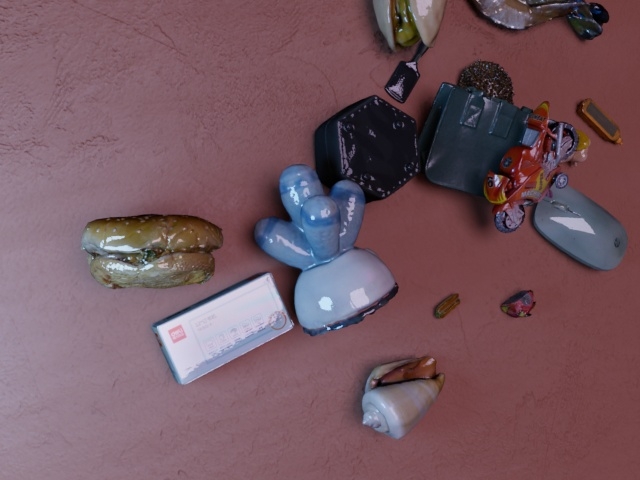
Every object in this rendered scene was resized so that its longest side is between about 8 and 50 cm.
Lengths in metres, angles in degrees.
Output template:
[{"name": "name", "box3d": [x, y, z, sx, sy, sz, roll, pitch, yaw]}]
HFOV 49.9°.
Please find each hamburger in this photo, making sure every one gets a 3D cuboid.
[{"name": "hamburger", "box3d": [-0.301, 0.018, 1.298, 0.285, 0.243, 0.147, 3, 84, -38]}]

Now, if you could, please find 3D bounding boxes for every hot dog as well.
[{"name": "hot dog", "box3d": [0.306, 0.158, 1.662, 0.083, 0.021, 0.037, -32, 120, -24]}]

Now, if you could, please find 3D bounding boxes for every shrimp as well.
[{"name": "shrimp", "box3d": [0.556, -0.631, 1.771, 0.445, 0.110, 0.221, 17, 86, -18]}]

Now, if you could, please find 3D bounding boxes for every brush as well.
[{"name": "brush", "box3d": [0.222, -0.421, 1.659, 0.062, 0.016, 0.194, 35, 75, -18]}]

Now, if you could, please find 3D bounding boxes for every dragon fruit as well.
[{"name": "dragon fruit", "box3d": [0.505, 0.165, 1.726, 0.083, 0.056, 0.060, -28, 97, -23]}]

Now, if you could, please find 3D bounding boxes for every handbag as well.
[{"name": "handbag", "box3d": [0.399, -0.226, 1.648, 0.326, 0.089, 0.239, 14, 105, -19]}]

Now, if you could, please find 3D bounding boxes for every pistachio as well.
[{"name": "pistachio", "box3d": [0.209, -0.587, 1.584, 0.187, 0.187, 0.300, -3, 94, -23]}]

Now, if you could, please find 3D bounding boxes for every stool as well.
[{"name": "stool", "box3d": [0.104, -0.200, 1.531, 0.232, 0.141, 0.233, 2, 86, -22]}]

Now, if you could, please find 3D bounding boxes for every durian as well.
[{"name": "durian", "box3d": [0.430, -0.366, 1.705, 0.188, 0.091, 0.148, 45, 72, -17]}]

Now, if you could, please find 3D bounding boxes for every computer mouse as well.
[{"name": "computer mouse", "box3d": [0.688, -0.033, 1.794, 0.288, 0.097, 0.160, 34, 77, -18]}]

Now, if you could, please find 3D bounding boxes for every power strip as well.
[{"name": "power strip", "box3d": [0.765, -0.319, 1.876, 0.178, 0.028, 0.049, 38, 74, -16]}]

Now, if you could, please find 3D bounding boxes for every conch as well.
[{"name": "conch", "box3d": [0.178, 0.358, 1.562, 0.255, 0.127, 0.158, -11, 61, -44]}]

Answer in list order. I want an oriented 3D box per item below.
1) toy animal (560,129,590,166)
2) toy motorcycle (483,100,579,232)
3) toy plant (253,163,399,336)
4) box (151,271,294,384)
[{"name": "toy animal", "box3d": [0.668, -0.232, 1.804, 0.082, 0.091, 0.114, 45, 70, -29]}, {"name": "toy motorcycle", "box3d": [0.480, -0.161, 1.598, 0.171, 0.089, 0.298, 31, 95, -24]}, {"name": "toy plant", "box3d": [0.000, 0.000, 1.428, 0.247, 0.247, 0.333, -28, 98, -22]}, {"name": "box", "box3d": [-0.197, 0.177, 1.417, 0.269, 0.079, 0.135, -26, 98, -22]}]
